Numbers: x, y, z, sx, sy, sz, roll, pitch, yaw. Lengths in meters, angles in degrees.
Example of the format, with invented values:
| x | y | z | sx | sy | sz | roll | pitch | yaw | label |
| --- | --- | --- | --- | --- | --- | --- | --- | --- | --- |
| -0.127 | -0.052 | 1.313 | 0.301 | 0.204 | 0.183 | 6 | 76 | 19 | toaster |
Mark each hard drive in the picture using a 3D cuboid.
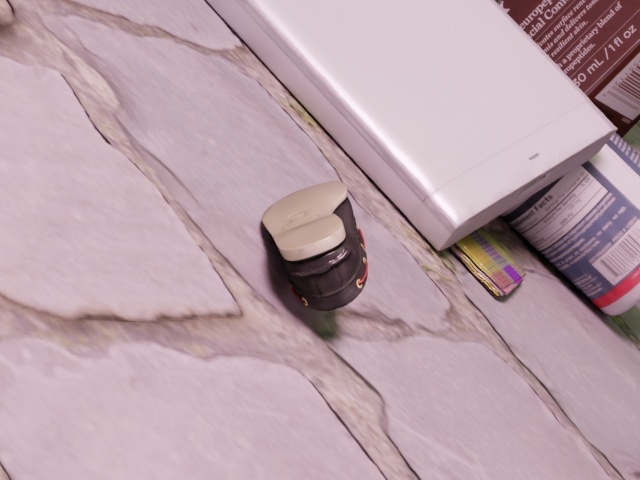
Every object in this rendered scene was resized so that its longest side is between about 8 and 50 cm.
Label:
| x | y | z | sx | sy | sz | roll | pitch | yaw | label |
| --- | --- | --- | --- | --- | --- | --- | --- | --- | --- |
| 0.047 | -0.148 | 1.245 | 0.307 | 0.040 | 0.203 | 48 | 46 | 12 | hard drive |

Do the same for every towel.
| x | y | z | sx | sy | sz | roll | pitch | yaw | label |
| --- | --- | --- | --- | --- | --- | --- | --- | --- | --- |
| 0.114 | 0.012 | 1.211 | 0.060 | 0.009 | 0.083 | 45 | 17 | 7 | towel |

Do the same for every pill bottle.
| x | y | z | sx | sy | sz | roll | pitch | yaw | label |
| --- | --- | --- | --- | --- | --- | --- | --- | --- | --- |
| 0.195 | -0.039 | 1.342 | 0.180 | 0.108 | 0.108 | 44 | 18 | -2 | pill bottle |

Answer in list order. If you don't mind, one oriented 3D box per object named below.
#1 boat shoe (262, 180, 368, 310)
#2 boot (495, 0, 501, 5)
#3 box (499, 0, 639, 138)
| x | y | z | sx | sy | sz | roll | pitch | yaw | label |
| --- | --- | --- | --- | --- | --- | --- | --- | --- | --- |
| -0.002 | 0.001 | 0.935 | 0.133 | 0.049 | 0.042 | -101 | 169 | -72 | boat shoe |
| 0.121 | -0.287 | 1.832 | 0.190 | 0.076 | 0.208 | 41 | 24 | -1 | boot |
| 0.276 | -0.319 | 2.025 | 0.143 | 0.191 | 0.381 | 21 | 28 | -51 | box |
